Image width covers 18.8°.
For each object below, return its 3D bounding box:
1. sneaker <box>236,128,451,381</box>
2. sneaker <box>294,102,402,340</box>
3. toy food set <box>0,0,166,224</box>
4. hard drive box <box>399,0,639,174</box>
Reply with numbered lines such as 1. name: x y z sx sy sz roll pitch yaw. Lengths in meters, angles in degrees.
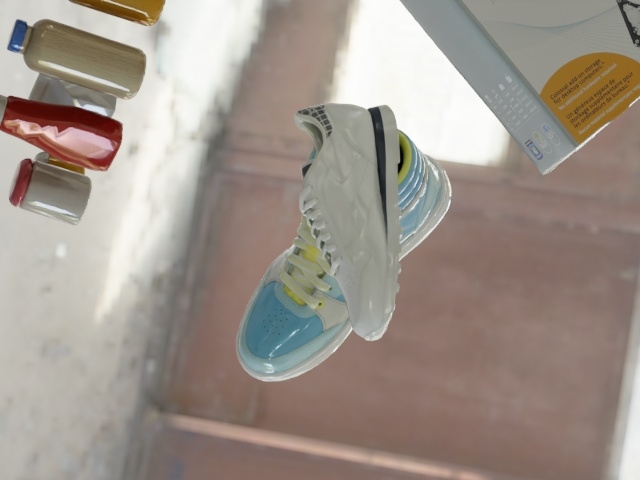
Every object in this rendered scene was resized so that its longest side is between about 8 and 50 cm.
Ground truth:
1. sneaker: 0.000 0.000 2.093 0.319 0.127 0.208 -51 156 -6
2. sneaker: 0.025 -0.018 1.828 0.090 0.095 0.235 123 -35 -66
3. toy food set: -0.202 -0.105 1.441 0.111 0.105 0.232 -89 -158 -43
4. hard drive box: 0.170 -0.198 1.448 0.181 0.232 0.089 -39 177 -15
